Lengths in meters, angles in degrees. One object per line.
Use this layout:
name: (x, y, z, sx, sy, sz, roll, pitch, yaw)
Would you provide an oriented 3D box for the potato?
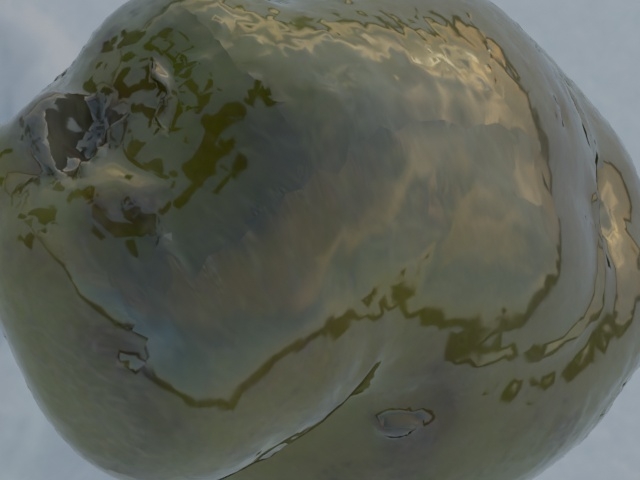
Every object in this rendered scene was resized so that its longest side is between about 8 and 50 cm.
potato: (0.001, 0.004, 0.729, 0.202, 0.218, 0.351, 46, 12, 27)
